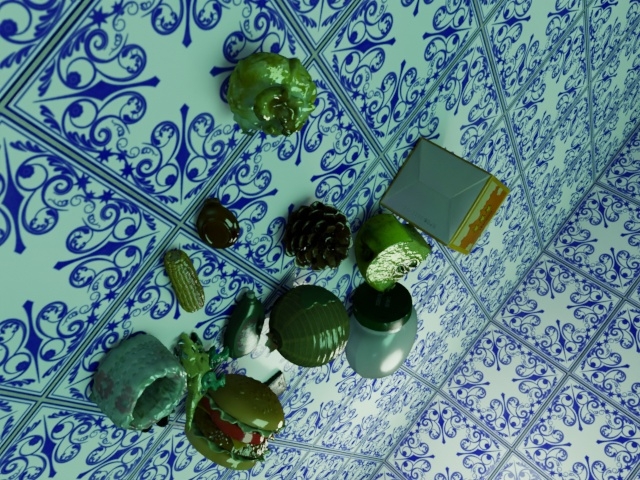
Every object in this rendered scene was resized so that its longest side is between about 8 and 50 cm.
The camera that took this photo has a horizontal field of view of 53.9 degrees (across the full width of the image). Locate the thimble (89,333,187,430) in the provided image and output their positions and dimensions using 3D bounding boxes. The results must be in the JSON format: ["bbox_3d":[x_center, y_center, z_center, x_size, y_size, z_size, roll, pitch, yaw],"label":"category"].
[{"bbox_3d":[-0.437,0.345,1.513,0.211,0.149,0.185,-42,149,-18],"label":"thimble"}]

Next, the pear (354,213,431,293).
[{"bbox_3d":[0.191,0.030,2.027,0.238,0.164,0.255,-43,144,19],"label":"pear"}]

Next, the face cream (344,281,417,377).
[{"bbox_3d":[0.221,0.330,2.287,0.312,0.219,0.357,-34,142,-28],"label":"face cream"}]

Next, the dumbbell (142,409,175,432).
[{"bbox_3d":[-0.450,0.474,1.691,0.147,0.069,0.069,0,120,-52],"label":"dumbbell"}]

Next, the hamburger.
[{"bbox_3d":[-0.234,0.502,1.814,0.212,0.274,0.274,-58,148,8],"label":"hamburger"}]

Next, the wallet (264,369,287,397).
[{"bbox_3d":[-0.210,0.547,2.117,0.244,0.025,0.124,-37,145,-25],"label":"wallet"}]

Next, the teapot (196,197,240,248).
[{"bbox_3d":[-0.240,-0.041,1.477,0.098,0.078,0.129,-10,127,6],"label":"teapot"}]

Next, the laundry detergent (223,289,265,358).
[{"bbox_3d":[-0.207,0.227,1.783,0.137,0.063,0.210,-18,132,-46],"label":"laundry detergent"}]

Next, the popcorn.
[{"bbox_3d":[-0.103,-0.290,1.290,0.198,0.212,0.197,-6,121,-10],"label":"popcorn"}]

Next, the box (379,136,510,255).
[{"bbox_3d":[0.398,-0.136,2.010,0.259,0.283,0.214,-58,149,7],"label":"box"}]

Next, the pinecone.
[{"bbox_3d":[0.000,0.000,1.712,0.208,0.208,0.207,-33,143,-30],"label":"pinecone"}]

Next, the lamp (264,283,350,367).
[{"bbox_3d":[-0.053,0.260,1.841,0.284,0.250,0.250,-20,135,-36],"label":"lamp"}]

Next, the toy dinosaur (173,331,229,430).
[{"bbox_3d":[-0.323,0.373,1.687,0.153,0.094,0.259,0,89,-50],"label":"toy dinosaur"}]

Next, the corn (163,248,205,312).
[{"bbox_3d":[-0.322,0.099,1.503,0.068,0.068,0.207,-37,142,-26],"label":"corn"}]
